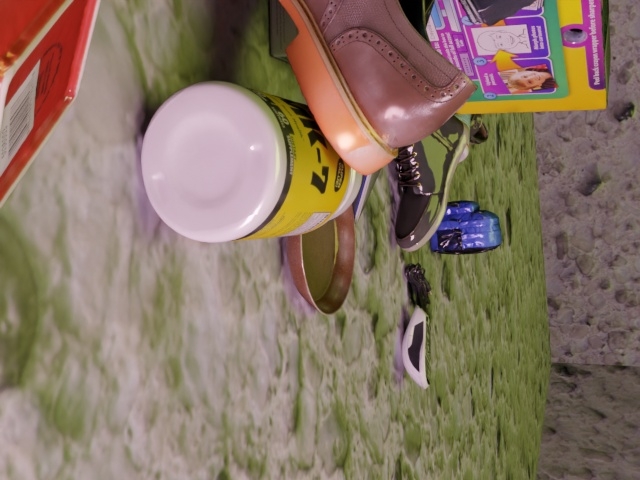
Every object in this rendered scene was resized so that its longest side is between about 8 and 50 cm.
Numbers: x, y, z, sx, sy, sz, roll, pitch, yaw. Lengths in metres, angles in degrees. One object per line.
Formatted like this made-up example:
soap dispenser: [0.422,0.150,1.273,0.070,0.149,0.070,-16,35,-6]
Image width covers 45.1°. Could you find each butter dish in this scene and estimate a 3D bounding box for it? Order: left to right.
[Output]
butter dish: [-0.176,-0.092,0.343,0.160,0.118,0.160,-53,-164,48]

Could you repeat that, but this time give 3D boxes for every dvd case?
dvd case: [0.080,-0.160,0.947,0.179,0.029,0.239,-63,171,-49]

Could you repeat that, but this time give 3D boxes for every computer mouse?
computer mouse: [0.151,0.141,1.226,0.106,0.042,0.193,63,28,-56]

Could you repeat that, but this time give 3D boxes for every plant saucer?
plant saucer: [0.000,0.000,0.871,0.168,0.029,0.169,-1,90,-67]

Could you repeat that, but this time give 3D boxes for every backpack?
backpack: [0.268,-0.023,1.407,0.098,0.120,0.101,-23,110,-65]

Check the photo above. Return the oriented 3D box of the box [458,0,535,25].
box: [0.101,-0.497,0.580,0.480,0.297,0.471,67,17,12]

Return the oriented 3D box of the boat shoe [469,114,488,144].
boat shoe: [0.281,-0.239,1.504,0.223,0.073,0.080,26,65,-66]

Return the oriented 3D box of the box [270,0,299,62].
box: [0.006,-0.238,0.813,0.101,0.087,0.102,-5,94,-68]

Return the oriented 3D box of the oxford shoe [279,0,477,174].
oxford shoe: [0.019,-0.242,0.667,0.130,0.132,0.364,6,58,-65]

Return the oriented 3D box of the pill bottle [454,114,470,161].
pill bottle: [0.216,-0.218,1.329,0.087,0.087,0.160,44,49,-60]

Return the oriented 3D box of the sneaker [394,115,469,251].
sneaker: [0.135,-0.102,1.169,0.118,0.083,0.222,24,81,-32]

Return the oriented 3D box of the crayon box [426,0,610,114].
crayon box: [0.218,-0.310,1.037,0.363,0.313,0.106,50,47,-58]

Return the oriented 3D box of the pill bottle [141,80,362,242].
pill bottle: [-0.044,-0.062,0.647,0.208,0.119,0.119,-8,97,-68]
